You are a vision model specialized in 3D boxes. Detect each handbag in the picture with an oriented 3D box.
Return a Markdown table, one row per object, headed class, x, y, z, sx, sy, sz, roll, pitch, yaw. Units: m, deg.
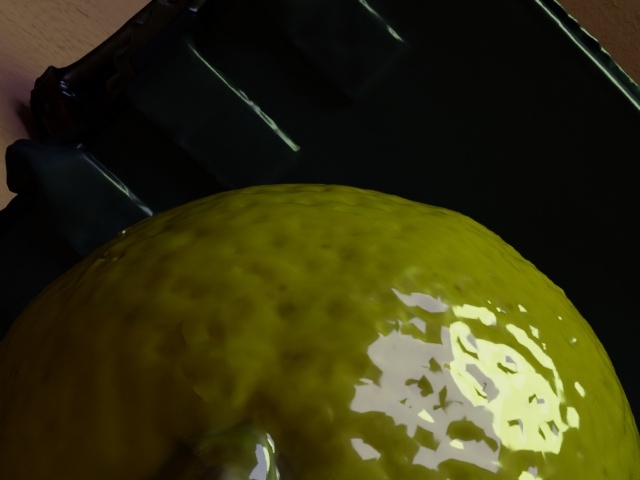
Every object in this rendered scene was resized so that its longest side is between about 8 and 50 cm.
| class | x | y | z | sx | sy | sz | roll | pitch | yaw |
| --- | --- | --- | --- | --- | --- | --- | --- | --- | --- |
| handbag | 0.022 | 0.002 | 0.877 | 0.329 | 0.303 | 0.122 | 42 | 12 | -16 |

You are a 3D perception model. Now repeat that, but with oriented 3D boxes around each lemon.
| class | x | y | z | sx | sy | sz | roll | pitch | yaw |
| --- | --- | --- | --- | --- | --- | --- | --- | --- | --- |
| lemon | -0.004 | 0.100 | 0.621 | 0.267 | 0.267 | 0.267 | 44 | 12 | -12 |

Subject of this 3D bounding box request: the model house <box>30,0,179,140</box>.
| class | x | y | z | sx | sy | sz | roll | pitch | yaw |
| --- | --- | --- | --- | --- | --- | --- | --- | --- | --- |
| model house | 0.029 | -0.048 | 1.111 | 0.297 | 0.282 | 0.317 | 35 | 17 | -43 |
